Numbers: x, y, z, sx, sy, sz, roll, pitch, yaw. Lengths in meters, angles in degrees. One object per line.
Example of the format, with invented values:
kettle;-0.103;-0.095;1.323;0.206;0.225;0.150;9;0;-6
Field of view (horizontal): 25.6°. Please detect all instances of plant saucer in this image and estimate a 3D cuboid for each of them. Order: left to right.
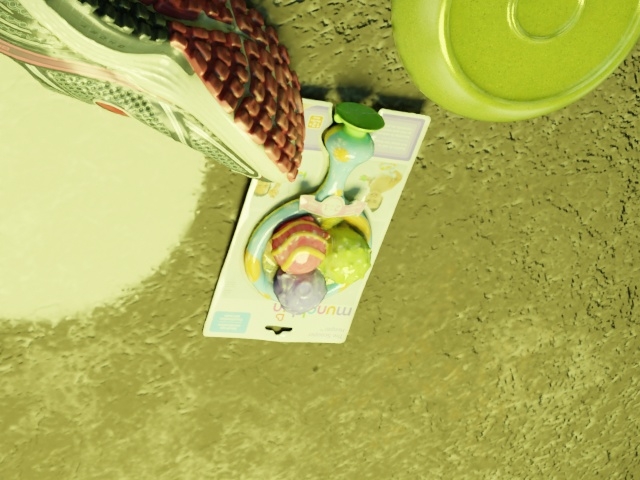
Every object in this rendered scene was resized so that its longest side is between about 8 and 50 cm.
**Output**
plant saucer;0.174;-0.194;1.120;0.240;0.037;0.241;-10;125;-15

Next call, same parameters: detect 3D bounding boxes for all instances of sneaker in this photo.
sneaker;-0.123;-0.131;1.007;0.112;0.121;0.299;-26;135;34

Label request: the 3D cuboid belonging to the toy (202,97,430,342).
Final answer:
toy;0.000;0.000;1.165;0.136;0.056;0.237;5;119;-24
